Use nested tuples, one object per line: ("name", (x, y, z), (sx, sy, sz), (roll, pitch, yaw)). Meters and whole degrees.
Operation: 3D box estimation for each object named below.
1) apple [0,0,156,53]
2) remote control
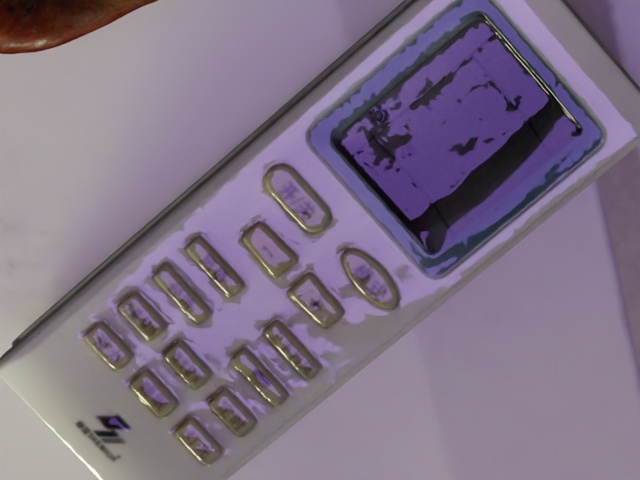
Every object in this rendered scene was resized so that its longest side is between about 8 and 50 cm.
("apple", (-0.119, -0.159, 0.617), (0.147, 0.156, 0.158), (-19, 73, 10))
("remote control", (0.000, 0.000, 0.692), (0.277, 0.055, 0.103), (-40, 98, 14))
